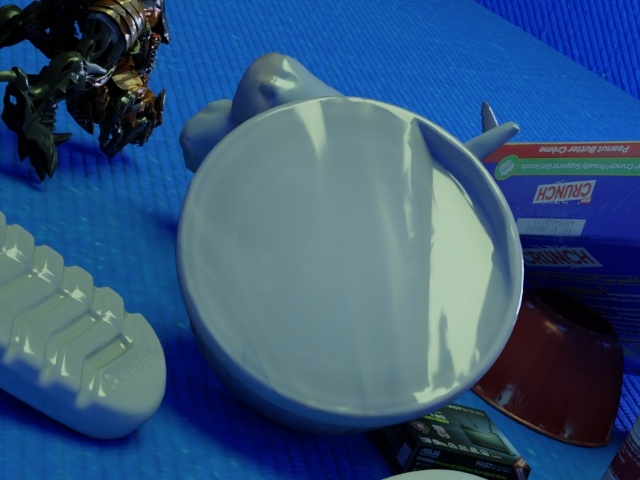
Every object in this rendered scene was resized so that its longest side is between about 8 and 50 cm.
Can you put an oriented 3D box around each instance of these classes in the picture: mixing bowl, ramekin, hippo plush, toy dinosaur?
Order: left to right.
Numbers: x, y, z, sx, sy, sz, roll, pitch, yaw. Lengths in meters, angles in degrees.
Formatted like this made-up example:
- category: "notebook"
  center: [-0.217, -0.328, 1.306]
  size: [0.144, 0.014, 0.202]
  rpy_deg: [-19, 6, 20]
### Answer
- category: "toy dinosaur"
  center: [-0.241, -0.192, 1.773]
  size: [0.164, 0.218, 0.322]
  rpy_deg: [24, -33, 49]
- category: "hippo plush"
  center: [0.000, 0.000, 1.718]
  size: [0.294, 0.234, 0.236]
  rpy_deg: [18, 44, -10]
- category: "ramekin"
  center: [0.015, 0.031, 1.488]
  size: [0.273, 0.273, 0.127]
  rpy_deg: [27, -24, 0]
- category: "mixing bowl"
  center: [0.224, 0.109, 1.815]
  size: [0.181, 0.098, 0.181]
  rpy_deg: [25, 16, -8]

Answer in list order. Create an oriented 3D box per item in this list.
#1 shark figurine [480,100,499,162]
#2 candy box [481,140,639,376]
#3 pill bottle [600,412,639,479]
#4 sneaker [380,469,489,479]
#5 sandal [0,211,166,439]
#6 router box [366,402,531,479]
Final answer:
- category: "shark figurine"
  center: [0.324, -0.079, 2.493]
  size: [0.166, 0.116, 0.278]
  rpy_deg: [13, 23, -41]
- category: "candy box"
  center: [0.330, 0.028, 1.855]
  size: [0.317, 0.122, 0.268]
  rpy_deg: [36, -19, -35]
- category: "pill bottle"
  center: [0.306, 0.183, 1.623]
  size: [0.086, 0.152, 0.086]
  rpy_deg: [25, 17, -8]
- category: "sneaker"
  center: [0.131, 0.247, 1.226]
  size: [0.350, 0.131, 0.148]
  rpy_deg: [8, 29, -39]
- category: "sandal"
  center: [-0.299, 0.019, 1.320]
  size: [0.416, 0.102, 0.169]
  rpy_deg: [38, 31, -6]
- category: "router box"
  center: [0.103, 0.169, 1.557]
  size: [0.122, 0.038, 0.092]
  rpy_deg: [16, 19, -31]
